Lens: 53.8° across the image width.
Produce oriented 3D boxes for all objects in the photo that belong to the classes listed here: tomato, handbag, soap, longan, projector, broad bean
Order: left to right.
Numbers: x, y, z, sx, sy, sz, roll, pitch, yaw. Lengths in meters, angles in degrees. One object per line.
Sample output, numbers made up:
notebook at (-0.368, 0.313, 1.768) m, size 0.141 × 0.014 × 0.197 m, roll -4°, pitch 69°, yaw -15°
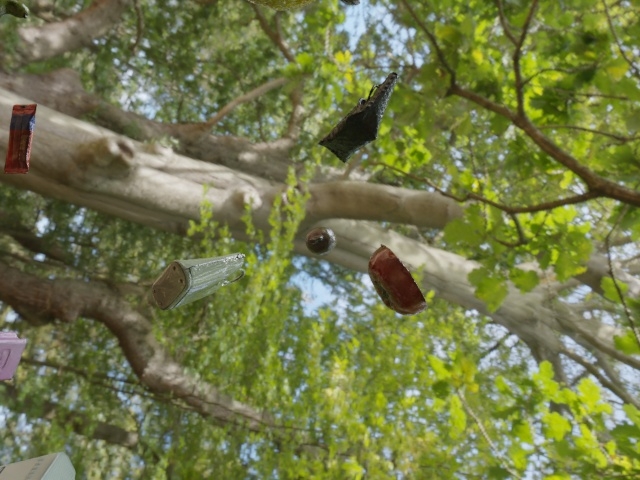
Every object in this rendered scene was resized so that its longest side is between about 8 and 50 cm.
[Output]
broad bean at (-0.745, -0.474, 1.373) m, size 0.070 × 0.214 × 0.048 m, roll 59°, pitch -15°, yaw 7°
soap at (-0.840, 0.286, 1.549) m, size 0.065 × 0.203 × 0.122 m, roll 23°, pitch -88°, yaw 25°
projector at (-0.697, 0.604, 1.416) m, size 0.198 × 0.108 × 0.250 m, roll -15°, pitch -163°, yaw 7°
handbag at (-0.370, 0.115, 2.020) m, size 0.241 × 0.315 × 0.109 m, roll -41°, pitch -105°, yaw 36°
longan at (0.000, 0.000, 2.105) m, size 0.106 × 0.119 × 0.106 m, roll -1°, pitch -93°, yaw 22°
handbag at (0.098, -0.304, 1.568) m, size 0.175 × 0.089 × 0.270 m, roll -60°, pitch -167°, yaw -23°
tomato at (0.198, 0.119, 1.719) m, size 0.085 × 0.225 × 0.225 m, roll -31°, pitch -144°, yaw -7°

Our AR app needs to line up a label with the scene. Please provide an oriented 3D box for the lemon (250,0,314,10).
lemon at (-0.068, -0.521, 1.073) m, size 0.267 × 0.267 × 0.267 m, roll -32°, pitch -132°, yaw 44°

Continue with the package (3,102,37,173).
package at (-0.824, -0.280, 1.731) m, size 0.083 × 0.022 × 0.200 m, roll 4°, pitch -96°, yaw 17°

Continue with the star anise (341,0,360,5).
star anise at (0.026, -0.345, 0.731) m, size 0.214 × 0.220 × 0.099 m, roll -11°, pitch -102°, yaw 54°
